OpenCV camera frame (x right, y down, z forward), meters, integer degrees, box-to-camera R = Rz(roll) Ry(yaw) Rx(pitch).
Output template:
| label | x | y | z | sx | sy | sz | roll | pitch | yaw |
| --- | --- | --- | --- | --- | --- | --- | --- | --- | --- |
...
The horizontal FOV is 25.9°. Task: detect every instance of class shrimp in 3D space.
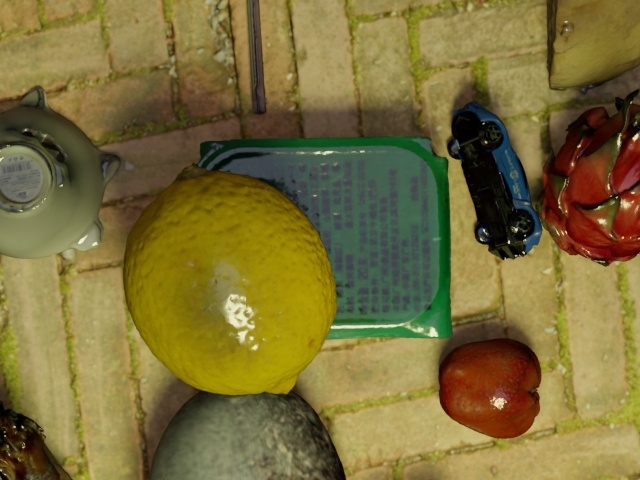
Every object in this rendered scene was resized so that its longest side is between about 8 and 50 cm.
| label | x | y | z | sx | sy | sz | roll | pitch | yaw |
| --- | --- | --- | --- | --- | --- | --- | --- | --- | --- |
| shrimp | -0.406 | 0.316 | 1.739 | 0.178 | 0.289 | 0.075 | -41 | 53 | -21 |

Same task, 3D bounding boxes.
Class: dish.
| label | x | y | z | sx | sy | sz | roll | pitch | yaw |
| --- | --- | --- | --- | --- | --- | --- | --- | --- | --- |
| dish | -0.385 | -0.089 | 1.814 | 0.236 | 0.086 | 0.227 | 18 | 88 | -3 |

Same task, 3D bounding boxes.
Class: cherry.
| label | x | y | z | sx | sy | sz | roll | pitch | yaw |
| --- | --- | --- | --- | --- | --- | --- | --- | --- | --- |
| cherry | -0.093 | 0.319 | 1.757 | 0.255 | 0.218 | 0.296 | -11 | 76 | 1 |

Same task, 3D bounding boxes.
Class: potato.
| label | x | y | z | sx | sy | sz | roll | pitch | yaw |
| --- | --- | --- | --- | --- | --- | --- | --- | --- | --- |
| potato | 0.389 | -0.318 | 1.776 | 0.190 | 0.264 | 0.211 | 0 | 83 | 7 |

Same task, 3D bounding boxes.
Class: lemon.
| label | x | y | z | sx | sy | sz | roll | pitch | yaw |
| --- | --- | --- | --- | --- | --- | --- | --- | --- | --- |
| lemon | -0.107 | 0.051 | 1.643 | 0.267 | 0.267 | 0.267 | 0 | 89 | -3 |

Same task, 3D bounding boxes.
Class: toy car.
| label | x | y | z | sx | sy | sz | roll | pitch | yaw |
| --- | --- | --- | --- | --- | --- | --- | --- | --- | --- |
| toy car | 0.234 | -0.081 | 1.840 | 0.063 | 0.103 | 0.216 | -17 | 89 | -25 |

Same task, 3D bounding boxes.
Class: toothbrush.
| label | x | y | z | sx | sy | sz | roll | pitch | yaw |
| --- | --- | --- | --- | --- | --- | --- | --- | --- | --- |
| toothbrush | -0.086 | -0.346 | 1.866 | 0.029 | 0.024 | 0.353 | -3 | 88 | -11 |

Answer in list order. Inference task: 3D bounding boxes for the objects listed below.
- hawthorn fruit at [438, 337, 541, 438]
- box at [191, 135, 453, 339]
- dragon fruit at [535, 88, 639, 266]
| label | x | y | z | sx | sy | sz | roll | pitch | yaw |
| --- | --- | --- | --- | --- | --- | --- | --- | --- | --- |
| hawthorn fruit | 0.218 | 0.193 | 1.816 | 0.138 | 0.133 | 0.132 | 7 | 88 | 15 |
| box | 0.000 | 0.000 | 1.821 | 0.337 | 0.106 | 0.264 | -1 | 88 | -2 |
| dragon fruit | 0.387 | -0.081 | 1.784 | 0.193 | 0.192 | 0.274 | 46 | 130 | 4 |
